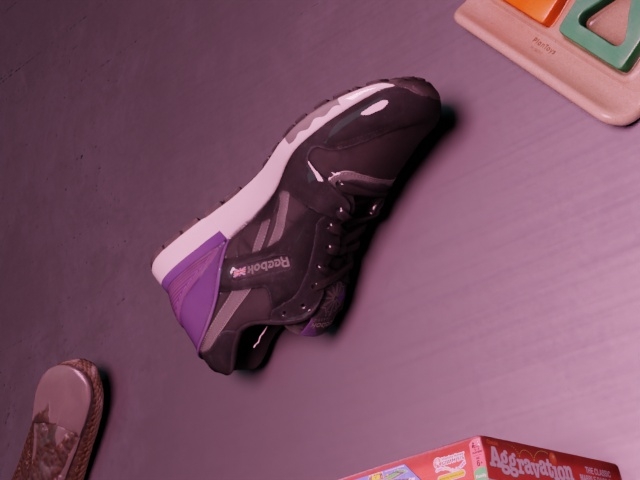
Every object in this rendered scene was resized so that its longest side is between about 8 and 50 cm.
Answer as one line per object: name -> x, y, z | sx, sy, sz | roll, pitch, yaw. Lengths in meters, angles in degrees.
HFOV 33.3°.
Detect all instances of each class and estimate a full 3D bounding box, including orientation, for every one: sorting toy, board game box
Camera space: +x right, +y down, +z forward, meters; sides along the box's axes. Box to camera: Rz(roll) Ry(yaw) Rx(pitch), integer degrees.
sorting toy -> 0.186, -0.198, 0.703 | 0.196, 0.047, 0.348 | -57, 46, 14
board game box -> 0.027, 0.175, 0.661 | 0.281, 0.145, 0.027 | -26, 60, 35

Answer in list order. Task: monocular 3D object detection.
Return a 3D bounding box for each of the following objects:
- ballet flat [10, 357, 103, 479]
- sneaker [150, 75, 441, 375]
ballet flat -> -0.253, 0.224, 0.983 | 0.084, 0.058, 0.250 | 19, 96, 10
sneaker -> 0.000, 0.000, 0.798 | 0.283, 0.107, 0.124 | -40, 67, 32
